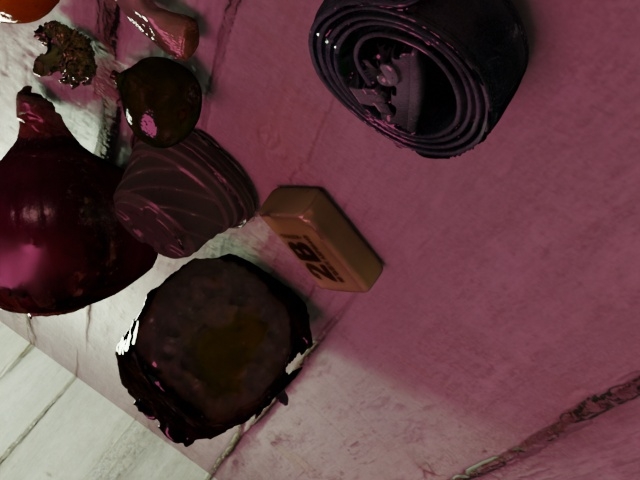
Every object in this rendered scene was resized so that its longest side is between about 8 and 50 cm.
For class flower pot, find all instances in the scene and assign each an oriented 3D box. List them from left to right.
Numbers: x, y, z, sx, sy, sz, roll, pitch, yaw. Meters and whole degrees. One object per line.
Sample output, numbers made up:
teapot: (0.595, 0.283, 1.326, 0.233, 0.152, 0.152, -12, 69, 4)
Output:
flower pot: (-0.221, -0.063, 1.871, 0.235, 0.141, 0.235, 28, 156, 14)

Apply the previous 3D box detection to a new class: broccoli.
broccoli: (-0.370, -0.265, 1.758, 0.095, 0.092, 0.097, 7, 114, 49)

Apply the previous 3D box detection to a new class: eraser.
eraser: (0.000, 0.000, 1.778, 0.117, 0.058, 0.172, 5, 142, 51)

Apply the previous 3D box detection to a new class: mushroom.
mushroom: (-0.231, -0.304, 1.543, 0.202, 0.054, 0.059, 40, 152, 5)

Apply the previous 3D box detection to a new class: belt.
belt: (0.098, -0.192, 1.196, 0.206, 0.116, 0.267, 31, 160, 5)

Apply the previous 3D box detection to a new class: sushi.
sushi: (-0.185, 0.188, 2.118, 0.281, 0.299, 0.294, 57, 157, 10)

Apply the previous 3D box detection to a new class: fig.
fig: (-0.229, -0.201, 1.674, 0.177, 0.117, 0.117, 40, 168, 50)

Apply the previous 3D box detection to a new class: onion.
onion: (-0.446, -0.066, 2.041, 0.347, 0.347, 0.386, 2, 101, 54)

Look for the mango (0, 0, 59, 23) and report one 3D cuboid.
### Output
mango: (-0.372, -0.374, 1.483, 0.187, 0.138, 0.257, 68, 158, 1)
